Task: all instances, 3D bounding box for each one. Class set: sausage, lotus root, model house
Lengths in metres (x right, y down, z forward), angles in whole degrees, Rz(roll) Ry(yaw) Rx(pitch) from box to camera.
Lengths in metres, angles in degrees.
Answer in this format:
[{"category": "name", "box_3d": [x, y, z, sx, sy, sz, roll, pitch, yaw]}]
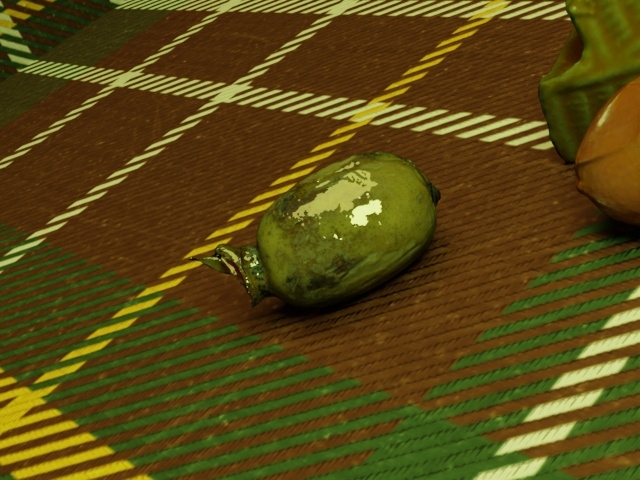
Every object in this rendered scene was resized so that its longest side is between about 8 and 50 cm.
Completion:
[{"category": "sausage", "box_3d": [0.374, -0.110, 0.941, 0.268, 0.153, 0.141, -27, -6, -5]}, {"category": "lotus root", "box_3d": [0.001, 0.002, 1.058, 0.278, 0.154, 0.154, -26, 31, -1]}, {"category": "model house", "box_3d": [0.337, -0.219, 1.069, 0.239, 0.268, 0.173, -32, 43, -2]}]
